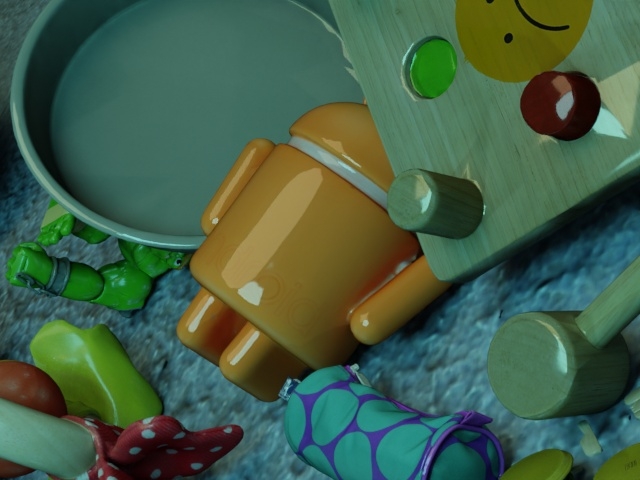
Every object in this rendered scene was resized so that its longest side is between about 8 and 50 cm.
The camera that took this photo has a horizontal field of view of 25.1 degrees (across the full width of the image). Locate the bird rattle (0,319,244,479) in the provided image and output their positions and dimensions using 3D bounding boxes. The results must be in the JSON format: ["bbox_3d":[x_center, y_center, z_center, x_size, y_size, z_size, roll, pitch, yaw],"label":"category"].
[{"bbox_3d":[-0.187,0.141,0.989,0.143,0.207,0.253,-69,23,4],"label":"bird rattle"}]

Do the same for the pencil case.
[{"bbox_3d":[0.039,0.117,0.845,0.152,0.064,0.070,16,85,55],"label":"pencil case"}]

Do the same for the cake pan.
[{"bbox_3d":[-0.089,-0.112,1.111,0.293,0.054,0.293,-2,61,3],"label":"cake pan"}]

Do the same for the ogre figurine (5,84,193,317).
[{"bbox_3d":[-0.155,-0.023,1.181,0.097,0.118,0.197,-2,56,49],"label":"ogre figurine"}]

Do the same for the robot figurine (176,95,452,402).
[{"bbox_3d":[0.002,0.001,0.957,0.219,0.128,0.158,-54,21,-4],"label":"robot figurine"}]

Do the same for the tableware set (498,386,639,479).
[{"bbox_3d":[0.145,0.118,0.723,0.154,0.024,0.104,-31,11,6],"label":"tableware set"}]

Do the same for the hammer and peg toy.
[{"bbox_3d":[0.148,-0.095,0.822,0.266,0.127,0.361,-35,64,32],"label":"hammer and peg toy"}]
